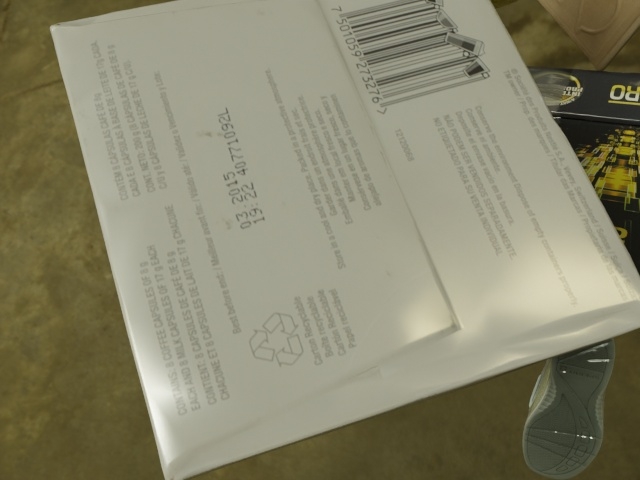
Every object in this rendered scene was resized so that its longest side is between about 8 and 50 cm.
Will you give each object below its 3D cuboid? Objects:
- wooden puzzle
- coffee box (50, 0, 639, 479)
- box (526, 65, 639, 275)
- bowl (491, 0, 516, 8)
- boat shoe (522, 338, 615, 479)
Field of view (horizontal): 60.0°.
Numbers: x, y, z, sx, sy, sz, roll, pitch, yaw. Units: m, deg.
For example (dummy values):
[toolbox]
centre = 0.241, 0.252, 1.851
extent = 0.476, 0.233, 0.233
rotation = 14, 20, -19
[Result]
[wooden puzzle]
centre = 0.581, -0.573, 1.108
extent = 0.081, 0.322, 0.347
rotation = -11, 63, -21
[coffee box]
centre = 0.000, 0.000, 0.536
extent = 0.338, 0.334, 0.337
rotation = -16, 73, -11
[box]
centre = 0.420, -0.043, 0.756
extent = 0.318, 0.395, 0.097
rotation = 16, 60, 26
[bowl]
centre = 0.290, -0.461, 0.745
extent = 0.156, 0.289, 0.289
rotation = 4, 60, 13
[boat shoe]
centre = 0.423, 0.262, 0.942
extent = 0.118, 0.320, 0.103
rotation = 11, 22, 24
